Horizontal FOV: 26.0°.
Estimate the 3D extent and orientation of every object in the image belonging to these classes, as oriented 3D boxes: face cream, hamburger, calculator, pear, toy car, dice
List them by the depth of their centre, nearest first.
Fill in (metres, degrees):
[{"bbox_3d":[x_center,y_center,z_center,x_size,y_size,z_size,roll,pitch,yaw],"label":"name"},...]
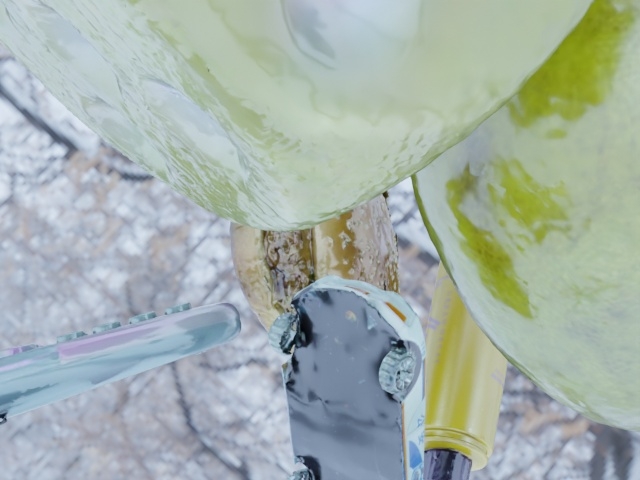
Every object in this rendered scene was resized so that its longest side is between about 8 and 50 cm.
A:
[{"bbox_3d":[-0.020,-0.157,0.579,0.227,0.238,0.233,44,-13,-19],"label":"dice"},{"bbox_3d":[-0.193,0.091,0.862,0.185,0.299,0.041,147,-74,-80],"label":"calculator"},{"bbox_3d":[0.024,0.117,0.863,0.095,0.056,0.205,14,-57,33],"label":"toy car"},{"bbox_3d":[0.216,-0.079,0.887,0.352,0.352,0.413,24,-38,49],"label":"pear"},{"bbox_3d":[-0.002,0.003,1.138,0.191,0.118,0.182,34,42,-66],"label":"hamburger"},{"bbox_3d":[0.121,0.140,1.232,0.078,0.273,0.078,11,-28,6],"label":"face cream"}]
